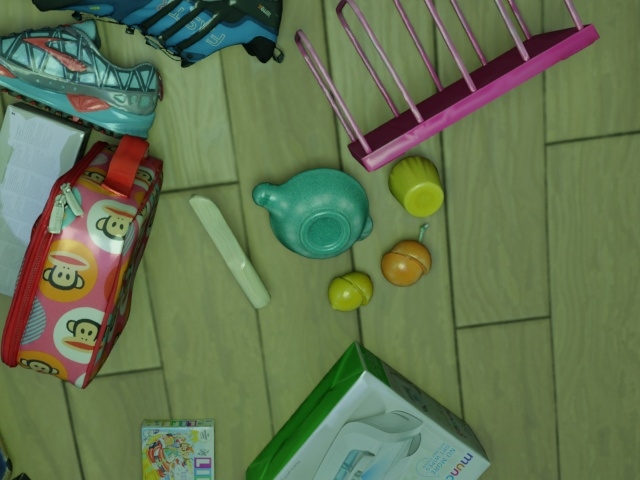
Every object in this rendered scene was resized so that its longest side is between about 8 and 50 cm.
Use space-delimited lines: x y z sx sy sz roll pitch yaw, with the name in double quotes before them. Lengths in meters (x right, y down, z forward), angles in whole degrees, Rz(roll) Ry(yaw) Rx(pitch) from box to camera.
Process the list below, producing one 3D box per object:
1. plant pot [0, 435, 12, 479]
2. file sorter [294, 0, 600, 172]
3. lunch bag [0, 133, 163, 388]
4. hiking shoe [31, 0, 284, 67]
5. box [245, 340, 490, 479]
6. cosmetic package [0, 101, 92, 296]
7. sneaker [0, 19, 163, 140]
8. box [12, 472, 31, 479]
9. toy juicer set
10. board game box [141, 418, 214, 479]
"plant pot" -0.540 0.295 0.993 0.212 0.236 0.236 -15 104 -6
"file sorter" 0.130 -0.241 0.926 0.290 0.202 0.182 -30 102 3
"lunch bag" -0.258 0.001 0.900 0.120 0.293 0.258 19 106 -10
"hiking shoe" -0.184 -0.266 0.917 0.304 0.113 0.132 -4 118 -16
"box" 0.061 0.322 1.102 0.231 0.127 0.262 39 97 -11
"cosmetic package" -0.382 -0.049 1.002 0.099 0.060 0.239 20 102 -11
"sneaker" -0.321 -0.221 0.957 0.262 0.104 0.125 22 91 -18
"box" -0.419 0.440 1.073 0.093 0.158 0.156 -34 104 4
"toy juicer set" 0.000 0.000 1.043 0.329 0.089 0.209 -6 123 -6
"board game box" -0.206 0.337 1.132 0.103 0.026 0.154 0 104 -5
